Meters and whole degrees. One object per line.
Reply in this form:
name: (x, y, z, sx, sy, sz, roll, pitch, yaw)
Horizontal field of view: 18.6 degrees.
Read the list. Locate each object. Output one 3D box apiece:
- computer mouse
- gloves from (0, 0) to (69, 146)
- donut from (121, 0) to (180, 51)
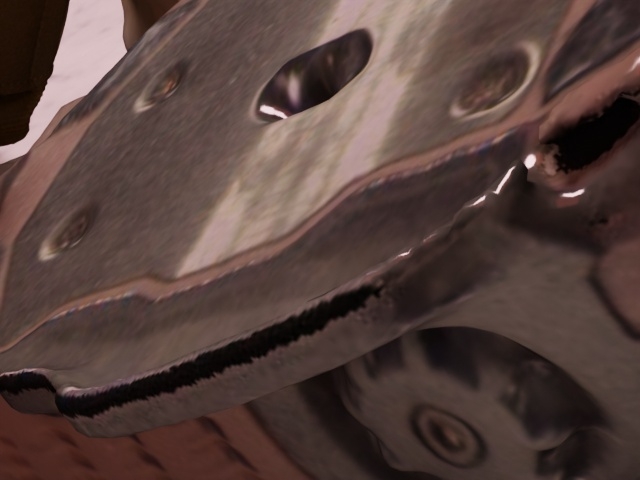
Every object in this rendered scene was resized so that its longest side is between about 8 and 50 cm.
computer mouse: (0.005, 0.004, 0.483, 0.389, 0.115, 0.199, -18, 31, 49)
gloves: (-0.177, -0.076, 0.688, 0.154, 0.331, 0.141, 2, 52, -34)
donut: (0.088, -0.176, 0.685, 0.382, 0.142, 0.383, -20, 26, 11)
